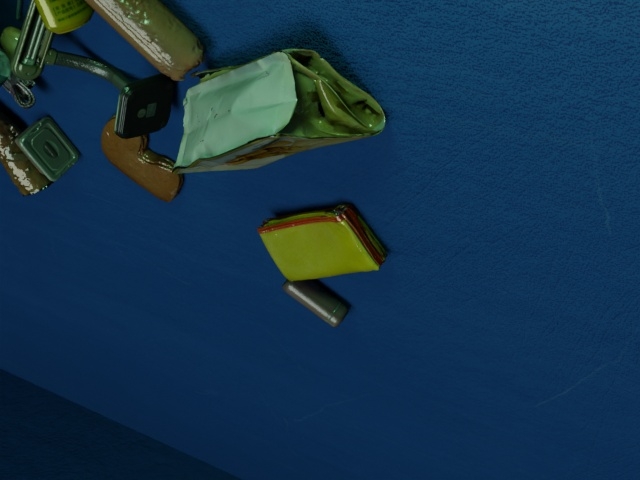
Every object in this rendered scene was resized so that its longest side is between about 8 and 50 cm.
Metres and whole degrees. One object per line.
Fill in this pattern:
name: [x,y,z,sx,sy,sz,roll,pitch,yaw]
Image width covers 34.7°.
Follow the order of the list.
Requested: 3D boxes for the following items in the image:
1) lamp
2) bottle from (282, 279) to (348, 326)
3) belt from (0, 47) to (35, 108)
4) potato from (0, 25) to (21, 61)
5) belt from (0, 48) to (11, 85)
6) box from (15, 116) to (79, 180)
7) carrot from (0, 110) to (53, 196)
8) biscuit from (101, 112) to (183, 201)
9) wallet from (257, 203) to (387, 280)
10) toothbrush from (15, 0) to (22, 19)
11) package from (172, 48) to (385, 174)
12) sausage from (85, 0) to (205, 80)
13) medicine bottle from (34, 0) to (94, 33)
lamp: [-0.390,-0.325,1.803,0.283,0.124,0.203,31,130,13]
bottle: [-0.010,0.119,2.084,0.140,0.053,0.053,38,151,-3]
belt: [-0.647,-0.361,2.031,0.232,0.071,0.053,47,156,-14]
potato: [-0.575,-0.367,1.948,0.068,0.062,0.083,-142,44,-56]
belt: [-0.765,-0.372,1.807,0.436,0.173,0.300,34,-155,-47]
box: [-0.588,-0.197,2.189,0.062,0.089,0.122,14,145,52]
carrot: [-0.692,-0.215,2.260,0.102,0.102,0.263,2,135,44]
biscuit: [-0.355,-0.165,2.046,0.192,0.036,0.186,36,149,-4]
wallet: [0.000,0.000,1.902,0.241,0.067,0.141,-8,125,45]
toothbrush: [-0.538,-0.447,1.846,0.014,0.011,0.167,32,151,-5]
package: [-0.084,-0.213,1.619,0.311,0.221,0.165,-8,90,53]
sausage: [-0.306,-0.374,1.639,0.289,0.086,0.086,42,150,-15]
medicine bottle: [-0.445,-0.465,1.648,0.064,0.095,0.260,28,144,46]
